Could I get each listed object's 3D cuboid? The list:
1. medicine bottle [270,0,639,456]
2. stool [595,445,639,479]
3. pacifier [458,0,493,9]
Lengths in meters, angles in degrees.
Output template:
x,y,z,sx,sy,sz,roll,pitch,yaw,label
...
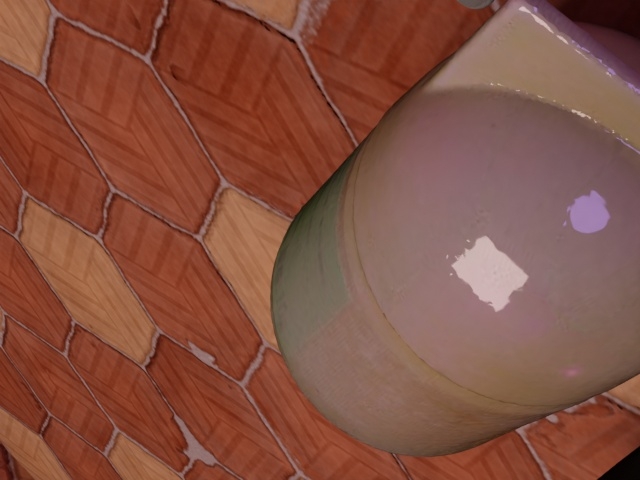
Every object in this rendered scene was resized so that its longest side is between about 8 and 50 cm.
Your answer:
x,y,z,sx,sy,sz,roll,pitch,yaw,label
0.131,-0.007,1.000,0.235,0.236,0.406,48,154,1,medicine bottle
0.271,0.253,1.171,0.141,0.232,0.232,50,154,-7,stool
0.068,-0.212,0.963,0.150,0.117,0.126,107,143,-64,pacifier
